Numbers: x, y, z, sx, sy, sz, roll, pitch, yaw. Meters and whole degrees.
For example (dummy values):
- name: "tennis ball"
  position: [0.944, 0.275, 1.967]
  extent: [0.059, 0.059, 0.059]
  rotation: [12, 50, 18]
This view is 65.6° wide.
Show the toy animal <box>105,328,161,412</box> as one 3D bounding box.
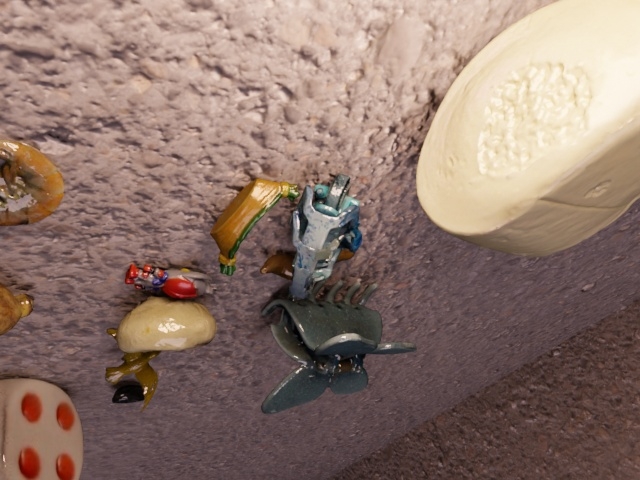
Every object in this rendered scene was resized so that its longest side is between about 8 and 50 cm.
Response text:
- name: "toy animal"
  position: [-0.460, 0.293, 1.247]
  extent: [0.095, 0.155, 0.219]
  rotation: [-12, 109, 32]

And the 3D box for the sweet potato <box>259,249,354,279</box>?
- name: "sweet potato"
  position: [-0.033, 0.057, 1.153]
  extent: [0.249, 0.059, 0.069]
  rotation: [-5, 131, -28]

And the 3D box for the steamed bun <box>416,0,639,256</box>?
- name: "steamed bun"
  position: [0.404, -0.183, 0.843]
  extent: [0.371, 0.290, 0.456]
  rotation: [9, 139, -43]

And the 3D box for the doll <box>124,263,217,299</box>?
- name: "doll"
  position: [-0.312, 0.090, 1.057]
  extent: [0.194, 0.062, 0.104]
  rotation: [14, 122, -29]

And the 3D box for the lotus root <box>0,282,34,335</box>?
- name: "lotus root"
  position: [-0.618, 0.121, 0.879]
  extent: [0.138, 0.139, 0.214]
  rotation: [-36, 151, 22]

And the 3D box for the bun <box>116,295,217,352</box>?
- name: "bun"
  position: [-0.345, 0.185, 1.123]
  extent: [0.222, 0.128, 0.222]
  rotation: [-7, 173, -1]

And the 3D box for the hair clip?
- name: "hair clip"
  position: [0.032, 0.244, 1.279]
  extent: [0.318, 0.239, 0.392]
  rotation: [6, 138, -34]

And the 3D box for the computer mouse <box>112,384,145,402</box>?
- name: "computer mouse"
  position: [-0.547, 0.442, 1.431]
  extent: [0.079, 0.047, 0.135]
  rotation: [-10, 158, 6]

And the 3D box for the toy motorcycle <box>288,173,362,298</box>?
- name: "toy motorcycle"
  position: [0.000, 0.000, 0.985]
  extent: [0.154, 0.206, 0.260]
  rotation: [21, 141, 6]

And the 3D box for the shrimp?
- name: "shrimp"
  position: [-0.538, -0.080, 0.720]
  extent: [0.295, 0.058, 0.169]
  rotation: [-6, 136, -25]

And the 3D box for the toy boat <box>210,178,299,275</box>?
- name: "toy boat"
  position: [-0.136, -0.033, 0.935]
  extent: [0.088, 0.089, 0.229]
  rotation: [36, 108, -25]

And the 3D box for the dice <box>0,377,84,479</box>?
- name: "dice"
  position: [-0.789, 0.541, 1.218]
  extent: [0.304, 0.305, 0.277]
  rotation: [-24, 145, 5]
